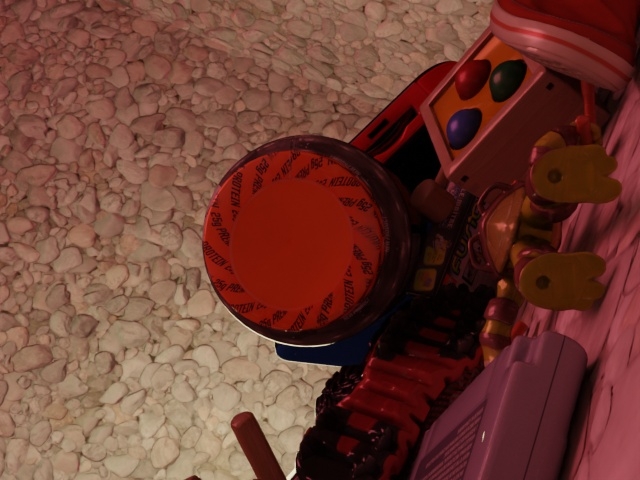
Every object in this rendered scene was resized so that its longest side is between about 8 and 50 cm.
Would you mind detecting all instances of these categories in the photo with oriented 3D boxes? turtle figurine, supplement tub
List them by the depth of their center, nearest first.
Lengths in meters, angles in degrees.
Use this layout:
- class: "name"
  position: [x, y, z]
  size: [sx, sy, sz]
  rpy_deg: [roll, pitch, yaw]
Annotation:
- class: "turtle figurine"
  position: [0.161, -0.017, 0.798]
  size: [0.217, 0.087, 0.270]
  rpy_deg: [84, -152, -87]
- class: "supplement tub"
  position: [0.000, 0.000, 1.116]
  size: [0.338, 0.207, 0.207]
  rpy_deg: [2, -70, -80]

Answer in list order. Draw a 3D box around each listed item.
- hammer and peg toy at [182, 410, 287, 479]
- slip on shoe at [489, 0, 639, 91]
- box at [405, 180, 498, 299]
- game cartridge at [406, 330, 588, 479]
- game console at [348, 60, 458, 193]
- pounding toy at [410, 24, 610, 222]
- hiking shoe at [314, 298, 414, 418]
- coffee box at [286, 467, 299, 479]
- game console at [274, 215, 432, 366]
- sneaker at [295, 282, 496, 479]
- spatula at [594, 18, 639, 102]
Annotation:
- class: "hammer and peg toy"
  position: [-0.058, 0.301, 0.785]
  size: [0.127, 0.266, 0.361]
  rpy_deg: [-28, 6, 9]
- class: "slip on shoe"
  position: [0.217, -0.212, 0.892]
  size: [0.331, 0.123, 0.101]
  rpy_deg: [-61, -6, -59]
- class: "box"
  position: [0.165, -0.018, 1.105]
  size: [0.114, 0.036, 0.207]
  rpy_deg: [36, -108, -48]
- class: "game cartridge"
  position: [0.093, 0.196, 0.734]
  size: [0.297, 0.062, 0.198]
  rpy_deg: [109, 179, -66]
- class: "game console"
  position: [0.083, -0.050, 1.451]
  size: [0.386, 0.060, 0.342]
  rpy_deg: [-43, -21, 3]
- class: "pounding toy"
  position: [0.139, -0.107, 0.999]
  size: [0.206, 0.094, 0.181]
  rpy_deg: [-49, 29, 25]
- class: "hiking shoe"
  position: [0.102, 0.149, 1.182]
  size: [0.227, 0.114, 0.086]
  rpy_deg: [-41, 23, -8]
- class: "coffee box"
  position: [-0.039, 0.331, 1.053]
  size: [0.297, 0.119, 0.168]
  rpy_deg: [-46, -6, -24]
- class: "game console"
  position: [0.085, 0.027, 1.484]
  size: [0.293, 0.250, 0.173]
  rpy_deg: [-60, 32, 36]
- class: "sneaker"
  position: [0.085, 0.156, 0.977]
  size: [0.276, 0.097, 0.135]
  rpy_deg: [-47, -44, -33]
- class: "spatula"
  position: [0.288, -0.228, 0.960]
  size: [0.168, 0.019, 0.242]
  rpy_deg: [92, -160, -88]
